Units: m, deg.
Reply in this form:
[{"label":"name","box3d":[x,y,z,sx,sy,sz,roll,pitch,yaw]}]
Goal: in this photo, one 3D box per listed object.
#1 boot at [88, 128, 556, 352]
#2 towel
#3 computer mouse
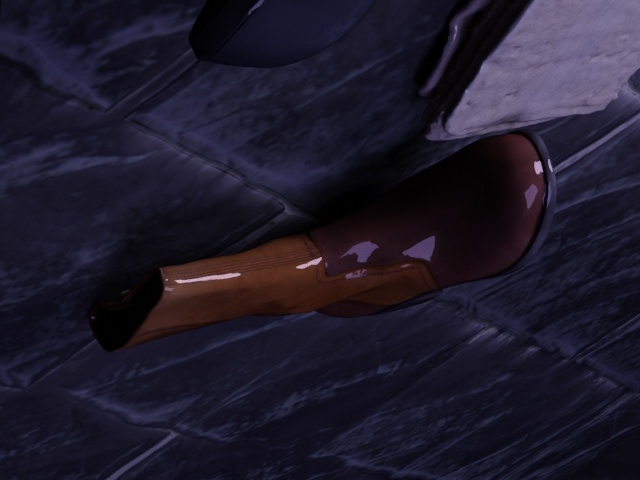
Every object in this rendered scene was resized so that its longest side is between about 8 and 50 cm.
[{"label":"boot","box3d":[0.000,0.000,1.259,0.280,0.096,0.264,-7,170,-34]},{"label":"towel","box3d":[0.188,-0.172,1.184,0.187,0.049,0.282,-13,153,-37]},{"label":"computer mouse","box3d":[0.031,-0.173,0.805,0.184,0.060,0.262,-45,-165,28]}]
